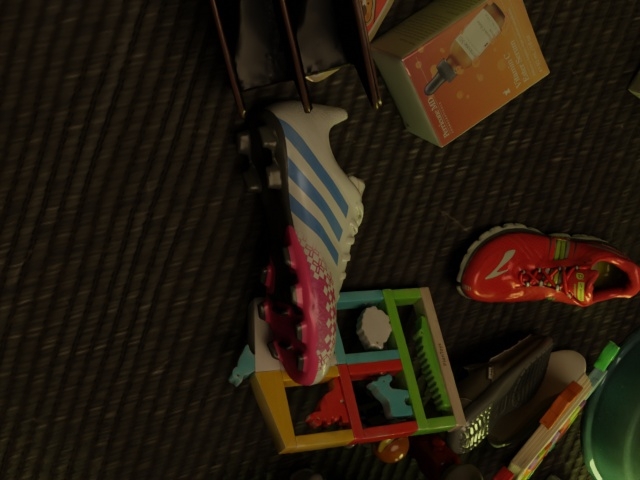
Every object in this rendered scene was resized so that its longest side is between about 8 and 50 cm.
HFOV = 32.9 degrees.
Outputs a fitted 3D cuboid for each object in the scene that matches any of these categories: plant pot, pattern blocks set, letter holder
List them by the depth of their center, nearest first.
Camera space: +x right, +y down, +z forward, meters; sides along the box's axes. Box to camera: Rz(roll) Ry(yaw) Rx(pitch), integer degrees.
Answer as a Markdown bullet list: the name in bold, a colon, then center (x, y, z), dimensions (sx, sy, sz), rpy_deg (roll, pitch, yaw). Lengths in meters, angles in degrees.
- **letter holder**: center (-0.047, -0.277, 1.082), dimensions (0.152, 0.214, 0.301), rpy_deg (-14, 115, -1)
- **pattern blocks set**: center (0.309, 0.276, 1.497), dimensions (0.325, 0.026, 0.285), rpy_deg (-48, 161, -12)
- **plant pot**: center (0.622, 0.311, 1.584), dimensions (0.341, 0.334, 0.341), rpy_deg (-9, 112, -23)

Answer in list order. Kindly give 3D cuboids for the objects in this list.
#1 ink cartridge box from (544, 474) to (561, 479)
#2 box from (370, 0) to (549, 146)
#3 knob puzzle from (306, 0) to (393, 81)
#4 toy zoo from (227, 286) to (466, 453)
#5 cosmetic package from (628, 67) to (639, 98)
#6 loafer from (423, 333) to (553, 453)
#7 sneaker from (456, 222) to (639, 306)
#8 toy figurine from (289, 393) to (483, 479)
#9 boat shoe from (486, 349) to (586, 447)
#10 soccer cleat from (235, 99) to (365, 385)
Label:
- **ink cartridge box**: center (0.339, 0.468, 1.618), dimensions (0.190, 0.139, 0.082), rpy_deg (-45, 121, -4)
- **box**: center (0.166, -0.217, 1.301), dimensions (0.170, 0.091, 0.130), rpy_deg (-36, 121, -10)
- **knob puzzle**: center (0.002, -0.275, 1.235), dimensions (0.213, 0.030, 0.213), rpy_deg (-9, 113, -23)
- **toy zoo**: center (0.025, 0.156, 1.338), dimensions (0.293, 0.030, 0.192), rpy_deg (-3, 65, -25)
- **cosmetic package**: center (0.590, -0.167, 1.488), dimensions (0.309, 0.160, 0.113), rpy_deg (26, 96, -32)
- **loafer**: center (0.230, 0.190, 1.477), dimensions (0.251, 0.087, 0.094), rpy_deg (-29, 137, -41)
- **sneaker**: center (0.315, 0.040, 1.456), dimensions (0.279, 0.118, 0.107), rpy_deg (-3, 110, -25)
- **toy figurine**: center (0.085, 0.332, 1.438), dimensions (0.209, 0.148, 0.213), rpy_deg (37, 91, -32)
- **boat shoe**: center (0.310, 0.232, 1.564), dimensions (0.184, 0.066, 0.063), rpy_deg (-43, 150, -18)
- **soccer cleat**: center (0.000, 0.000, 1.259), dimensions (0.143, 0.116, 0.331), rpy_deg (-11, 98, -29)
